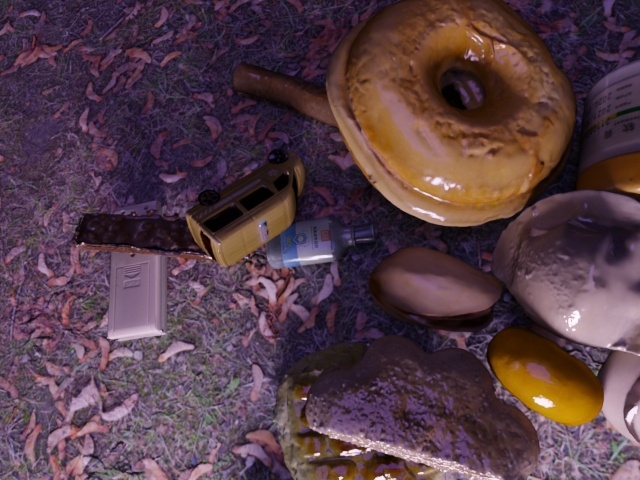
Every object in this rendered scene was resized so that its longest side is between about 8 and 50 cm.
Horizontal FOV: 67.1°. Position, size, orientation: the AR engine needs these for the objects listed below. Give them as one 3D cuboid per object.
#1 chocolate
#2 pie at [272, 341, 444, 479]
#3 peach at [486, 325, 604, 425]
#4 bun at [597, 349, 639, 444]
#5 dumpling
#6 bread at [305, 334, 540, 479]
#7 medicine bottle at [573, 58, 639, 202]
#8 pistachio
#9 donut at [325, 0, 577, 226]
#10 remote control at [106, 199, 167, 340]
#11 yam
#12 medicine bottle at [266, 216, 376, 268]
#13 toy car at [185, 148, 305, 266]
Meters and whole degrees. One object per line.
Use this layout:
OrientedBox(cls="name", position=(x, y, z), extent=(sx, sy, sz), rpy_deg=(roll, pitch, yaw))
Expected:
OrientedBox(cls="chocolate", position=(-0.299, -0.004, 0.941), extent=(0.330, 0.065, 0.102), rpy_deg=(4, 56, -9))
OrientedBox(cls="pie", position=(0.067, 0.310, 0.805), extent=(0.307, 0.071, 0.306), rpy_deg=(-3, 72, 9))
OrientedBox(cls="peach", position=(0.332, 0.204, 0.729), extent=(0.179, 0.179, 0.103), rpy_deg=(36, 91, 20))
OrientedBox(cls="bun", position=(0.494, 0.215, 0.719), extent=(0.173, 0.120, 0.172), rpy_deg=(-2, 105, -6))
OrientedBox(cls="dumpling", position=(0.382, 0.036, 0.707), extent=(0.243, 0.175, 0.226), rpy_deg=(21, 109, 20))
OrientedBox(cls="bread", position=(0.152, 0.243, 0.728), extent=(0.338, 0.102, 0.183), rpy_deg=(12, 69, 9))
OrientedBox(cls="medicine bottle", position=(0.539, -0.133, 0.763), extent=(0.238, 0.238, 0.231), rpy_deg=(9, 74, 14))
OrientedBox(cls="pistachio", position=(0.189, 0.086, 0.818), extent=(0.215, 0.144, 0.143), rpy_deg=(12, 75, 17))
OrientedBox(cls="donut", position=(0.227, -0.236, 0.847), extent=(0.449, 0.198, 0.448), rpy_deg=(2, 74, -7))
OrientedBox(cls="remote control", position=(-0.368, 0.058, 0.982), extent=(0.103, 0.055, 0.277), rpy_deg=(-10, 68, 8))
OrientedBox(cls="yam", position=(-0.036, -0.302, 1.020), extent=(0.357, 0.081, 0.081), rpy_deg=(23, 78, 17))
OrientedBox(cls="medicine bottle", position=(0.000, 0.000, 0.926), extent=(0.209, 0.053, 0.090), rpy_deg=(-8, 66, 10))
OrientedBox(cls="toy car", position=(-0.116, -0.063, 0.905), extent=(0.257, 0.101, 0.124), rpy_deg=(-35, 59, -23))
